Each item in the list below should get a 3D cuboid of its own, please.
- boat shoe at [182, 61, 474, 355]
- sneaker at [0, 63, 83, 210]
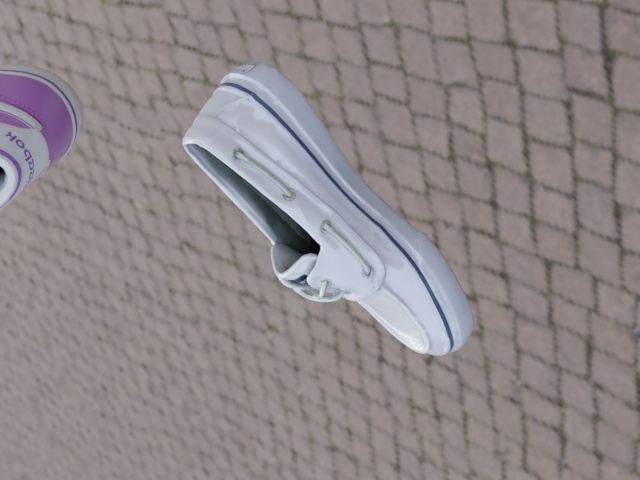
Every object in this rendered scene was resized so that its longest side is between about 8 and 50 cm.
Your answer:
[{"bbox_3d":[0.000,0.000,0.784,0.226,0.076,0.083,49,155,-15],"label":"boat shoe"},{"bbox_3d":[-0.320,-0.053,0.892,0.282,0.161,0.102,-9,118,16],"label":"sneaker"}]
